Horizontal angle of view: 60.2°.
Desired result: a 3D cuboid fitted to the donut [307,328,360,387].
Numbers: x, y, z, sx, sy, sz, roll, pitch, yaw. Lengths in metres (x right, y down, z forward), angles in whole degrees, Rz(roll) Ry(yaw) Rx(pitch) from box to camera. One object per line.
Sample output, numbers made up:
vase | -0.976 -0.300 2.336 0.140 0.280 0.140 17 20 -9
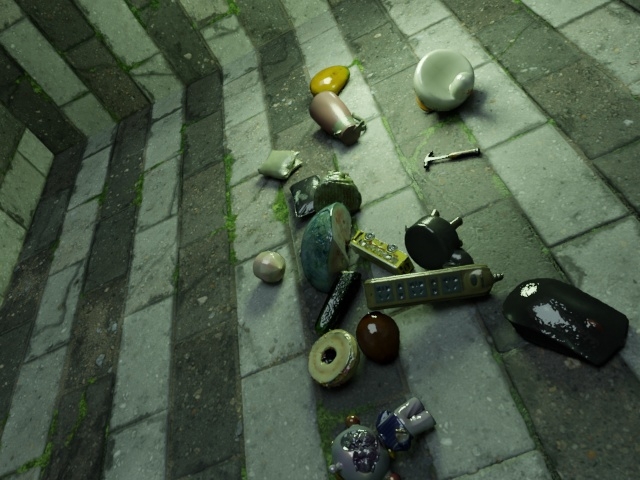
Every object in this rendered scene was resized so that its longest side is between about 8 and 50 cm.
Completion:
donut | 0.041 0.337 1.569 0.174 0.068 0.175 -27 44 29

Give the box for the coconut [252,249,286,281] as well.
coconut | -0.172 0.092 1.926 0.124 0.110 0.110 9 56 46

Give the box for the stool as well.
stool | 0.360 0.014 1.654 0.139 0.228 0.153 -36 -6 -34

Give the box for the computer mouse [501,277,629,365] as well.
computer mouse | 0.597 0.184 1.364 0.295 0.087 0.168 23 62 41

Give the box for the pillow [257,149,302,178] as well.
pillow | -0.178 -0.324 2.344 0.181 0.078 0.134 15 60 42

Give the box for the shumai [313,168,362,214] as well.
shumai | 0.048 -0.168 2.018 0.184 0.184 0.142 -28 19 6

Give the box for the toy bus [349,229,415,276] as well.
toy bus | 0.197 0.042 1.763 0.074 0.081 0.226 -49 47 -11

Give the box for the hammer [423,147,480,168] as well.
hammer | 0.465 -0.302 1.961 0.200 0.021 0.078 -8 47 26

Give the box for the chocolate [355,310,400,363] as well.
chocolate | 0.167 0.277 1.551 0.124 0.127 0.133 -55 49 22

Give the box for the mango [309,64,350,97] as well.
mango | 0.041 -0.740 2.575 0.151 0.120 0.221 17 54 38

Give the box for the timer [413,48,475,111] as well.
timer | 0.472 -0.613 2.090 0.233 0.240 0.234 0 81 -1

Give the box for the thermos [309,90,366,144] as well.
thermos | 0.084 -0.508 2.322 0.176 0.146 0.265 -18 46 -21

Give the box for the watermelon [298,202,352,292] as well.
watermelon | -0.006 0.002 1.841 0.175 0.188 0.322 -14 44 19

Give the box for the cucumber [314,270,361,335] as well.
cucumber | 0.052 0.190 1.715 0.074 0.074 0.242 6 56 36

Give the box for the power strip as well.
power strip | 0.317 0.129 1.549 0.387 0.066 0.092 -9 82 8

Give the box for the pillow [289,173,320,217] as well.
pillow | -0.047 -0.172 2.137 0.141 0.055 0.208 -21 42 0

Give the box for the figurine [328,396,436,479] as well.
figurine | 0.153 0.493 1.329 0.274 0.133 0.194 -14 55 1
